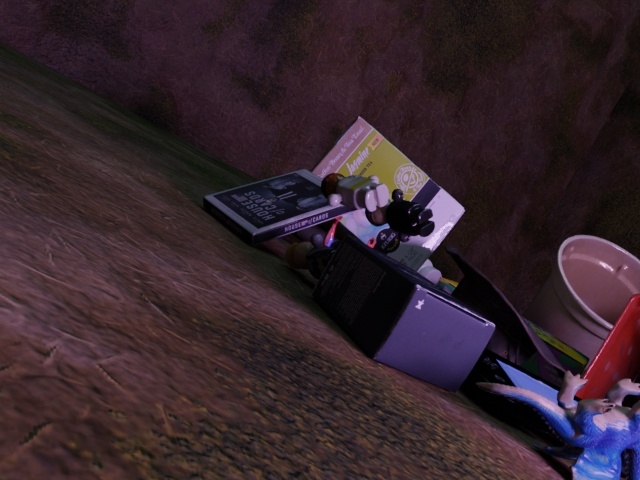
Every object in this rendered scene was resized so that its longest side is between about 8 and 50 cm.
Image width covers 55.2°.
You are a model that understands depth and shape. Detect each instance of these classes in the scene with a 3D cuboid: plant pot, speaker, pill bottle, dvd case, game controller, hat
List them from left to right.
[{"bbox_3d":[-0.074,-0.070,1.151,0.238,0.030,0.179,-19,36,-33],"label":"dvd case"},{"bbox_3d":[0.000,0.000,1.486,0.055,0.055,0.136,25,6,-40],"label":"speaker"},{"bbox_3d":[0.277,0.086,1.885,0.108,0.108,0.193,25,7,-43],"label":"pill bottle"},{"bbox_3d":[0.313,0.165,1.181,0.331,0.134,0.331,47,8,-9],"label":"hat"},{"bbox_3d":[0.337,0.246,0.903,0.319,0.067,0.166,28,5,-14],"label":"game controller"},{"bbox_3d":[0.713,0.207,1.681,0.333,0.306,0.334,12,47,-14],"label":"plant pot"},{"bbox_3d":[0.663,0.305,1.152,0.267,0.267,0.236,30,-9,37],"label":"plant pot"}]

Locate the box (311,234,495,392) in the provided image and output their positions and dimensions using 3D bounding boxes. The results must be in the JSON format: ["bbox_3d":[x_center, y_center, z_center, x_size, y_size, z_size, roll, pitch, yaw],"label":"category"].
[{"bbox_3d":[0.107,0.095,0.844,0.153,0.108,0.207,27,6,-28],"label":"box"}]

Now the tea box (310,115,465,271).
[{"bbox_3d":[0.117,-0.085,1.486,0.323,0.220,0.329,40,-6,-4],"label":"tea box"}]

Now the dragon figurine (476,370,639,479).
[{"bbox_3d":[0.315,0.240,0.723,0.288,0.144,0.085,7,14,-19],"label":"dragon figurine"}]

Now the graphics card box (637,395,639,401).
[{"bbox_3d":[0.820,0.454,1.424,0.232,0.094,0.371,27,5,-26],"label":"graphics card box"}]

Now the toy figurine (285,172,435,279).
[{"bbox_3d":[0.067,-0.005,1.055,0.209,0.213,0.148,22,-1,-39],"label":"toy figurine"}]

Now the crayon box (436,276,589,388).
[{"bbox_3d":[0.460,0.232,1.495,0.362,0.106,0.313,32,6,26],"label":"crayon box"}]

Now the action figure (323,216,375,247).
[{"bbox_3d":[0.061,0.015,1.264,0.091,0.139,0.280,30,8,10],"label":"action figure"}]
